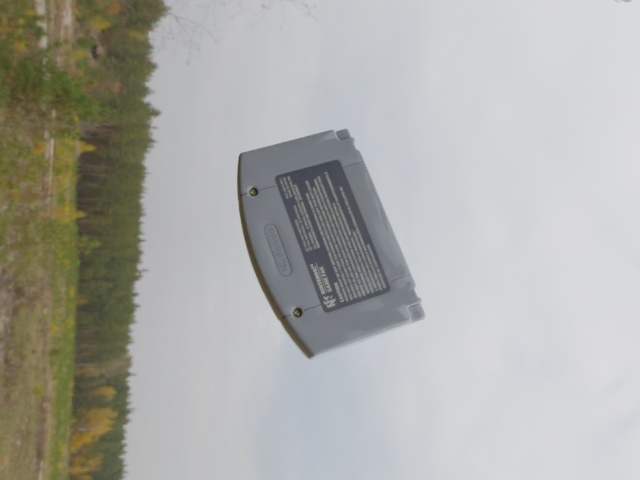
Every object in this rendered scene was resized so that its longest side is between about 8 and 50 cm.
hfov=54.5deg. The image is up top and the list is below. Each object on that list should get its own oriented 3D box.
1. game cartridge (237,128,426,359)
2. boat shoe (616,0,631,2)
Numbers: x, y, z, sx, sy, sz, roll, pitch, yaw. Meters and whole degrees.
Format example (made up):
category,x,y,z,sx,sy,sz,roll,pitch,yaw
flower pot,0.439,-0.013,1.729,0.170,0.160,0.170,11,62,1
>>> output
category,x,y,z,sx,sy,sz,roll,pitch,yaw
game cartridge,0.000,0.000,0.850,0.062,0.198,0.297,110,-39,-72
boat shoe,0.414,-0.408,0.814,0.156,0.136,0.367,-54,168,29
